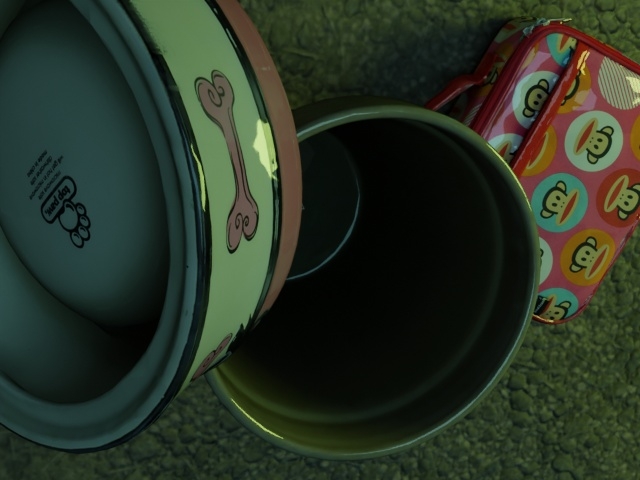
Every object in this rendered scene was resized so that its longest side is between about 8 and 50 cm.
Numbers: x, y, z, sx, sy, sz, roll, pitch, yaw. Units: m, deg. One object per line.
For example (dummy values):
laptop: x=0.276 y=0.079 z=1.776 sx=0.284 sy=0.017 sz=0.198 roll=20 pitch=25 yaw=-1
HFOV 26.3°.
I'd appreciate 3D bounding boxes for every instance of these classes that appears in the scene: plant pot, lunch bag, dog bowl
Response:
plant pot: x=0.000 y=0.000 z=1.286 sx=0.323 sy=0.280 sz=0.323 roll=-7 pitch=111 yaw=-18
lunch bag: x=0.215 y=-0.082 z=1.433 sx=0.258 sy=0.120 sz=0.293 roll=26 pitch=96 yaw=-22
dog bowl: x=-0.183 y=-0.056 z=1.044 sx=0.150 sy=0.408 sz=0.408 roll=-21 pitch=118 yaw=-46
